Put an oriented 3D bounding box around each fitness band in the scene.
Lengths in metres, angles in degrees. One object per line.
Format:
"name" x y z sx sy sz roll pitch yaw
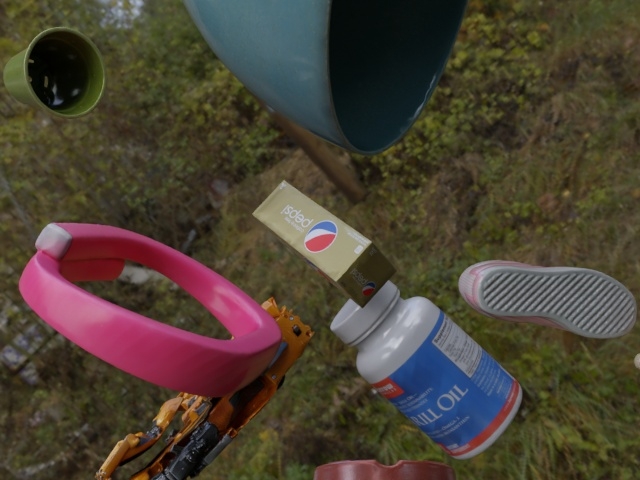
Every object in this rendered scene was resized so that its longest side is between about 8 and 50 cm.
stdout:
"fitness band" -0.139 0.057 0.684 0.054 0.209 0.291 -61 -8 5

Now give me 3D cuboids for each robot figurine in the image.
"robot figurine" -0.137 0.197 0.835 0.291 0.085 0.211 -45 1 -28

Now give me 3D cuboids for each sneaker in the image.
"sneaker" 0.171 0.042 0.588 0.070 0.134 0.050 -172 92 -78

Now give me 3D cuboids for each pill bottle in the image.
"pill bottle" 0.122 0.146 0.910 0.124 0.221 0.124 -48 4 4

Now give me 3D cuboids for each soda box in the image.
"soda box" 0.000 0.000 0.854 0.058 0.061 0.181 -48 43 -5

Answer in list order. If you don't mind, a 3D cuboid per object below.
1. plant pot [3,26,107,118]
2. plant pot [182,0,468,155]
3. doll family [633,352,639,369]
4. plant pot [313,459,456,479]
"plant pot" -0.263 -0.158 0.729 0.079 0.083 0.083 6 44 42
"plant pot" -0.007 -0.236 0.626 0.195 0.290 0.290 20 49 23
"doll family" 0.348 0.031 0.572 0.263 0.163 0.118 -16 45 3
"plant pot" 0.090 0.444 1.030 0.272 0.272 0.265 -25 56 45
